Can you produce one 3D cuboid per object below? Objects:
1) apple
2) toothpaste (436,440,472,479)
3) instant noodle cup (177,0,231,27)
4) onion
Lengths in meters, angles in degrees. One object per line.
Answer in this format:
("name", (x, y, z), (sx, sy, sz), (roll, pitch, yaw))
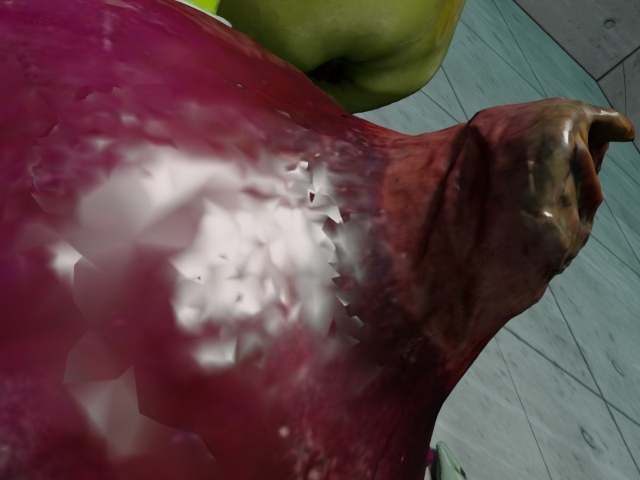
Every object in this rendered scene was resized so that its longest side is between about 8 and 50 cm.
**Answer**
("apple", (-0.035, -0.275, 1.285), (0.357, 0.357, 0.357), (43, 20, -21))
("toothpaste", (0.106, 0.225, 1.135), (0.067, 0.037, 0.255), (48, 15, -8))
("instant noodle cup", (-0.134, -0.302, 0.900), (0.294, 0.308, 0.294), (24, 5, -2))
("onion", (-0.052, 0.038, 0.601), (0.348, 0.385, 0.348), (46, 32, -40))
